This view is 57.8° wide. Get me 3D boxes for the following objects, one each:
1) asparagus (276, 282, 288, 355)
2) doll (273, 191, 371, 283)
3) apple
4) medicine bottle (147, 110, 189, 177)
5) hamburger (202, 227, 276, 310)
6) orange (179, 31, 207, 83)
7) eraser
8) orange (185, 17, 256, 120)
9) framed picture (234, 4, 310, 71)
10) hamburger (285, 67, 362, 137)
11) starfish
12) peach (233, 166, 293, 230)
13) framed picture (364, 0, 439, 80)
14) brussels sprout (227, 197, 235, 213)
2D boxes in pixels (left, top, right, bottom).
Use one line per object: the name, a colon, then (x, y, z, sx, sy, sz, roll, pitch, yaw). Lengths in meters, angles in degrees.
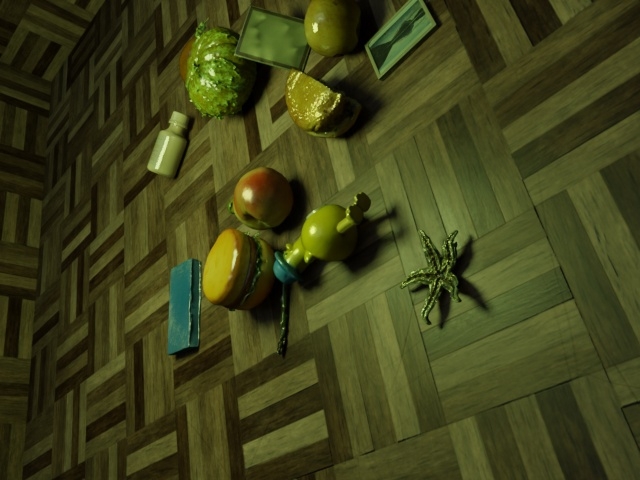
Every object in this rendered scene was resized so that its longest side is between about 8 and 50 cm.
asparagus: (-0.103, 0.194, 1.607, 0.025, 0.025, 0.248, -18, 65, 50)
doll: (0.000, 0.000, 1.499, 0.363, 0.145, 0.199, -37, 12, 44)
apple: (0.039, -0.607, 1.633, 0.155, 0.182, 0.182, 10, 84, 19)
medicine bottle: (-0.584, -0.376, 2.265, 0.114, 0.114, 0.252, 25, 95, 49)
hamburger: (-0.221, 0.088, 1.665, 0.246, 0.170, 0.245, -38, 43, 46)
orange: (-0.445, -0.683, 2.190, 0.237, 0.159, 0.179, -50, 29, 25)
eraser: (-0.464, 0.225, 1.976, 0.144, 0.043, 0.311, -26, 59, 41)
orange: (-0.330, -0.567, 1.976, 0.300, 0.224, 0.301, -57, 40, 43)
framed picture: (-0.141, -0.636, 1.837, 0.232, 0.010, 0.172, 19, 90, 6)
hamburger: (-0.007, -0.371, 1.618, 0.283, 0.144, 0.156, 44, 119, 47)
starfish: (0.237, 0.077, 1.255, 0.176, 0.053, 0.207, -17, 61, 44)
peach: (-0.168, -0.123, 1.683, 0.184, 0.184, 0.184, -19, 63, 43)
framed picture: (0.209, -0.539, 1.533, 0.203, 0.015, 0.150, -39, 51, 32)
brussels sprout: (-0.266, -0.121, 1.887, 0.083, 0.046, 0.050, -33, 50, 24)
